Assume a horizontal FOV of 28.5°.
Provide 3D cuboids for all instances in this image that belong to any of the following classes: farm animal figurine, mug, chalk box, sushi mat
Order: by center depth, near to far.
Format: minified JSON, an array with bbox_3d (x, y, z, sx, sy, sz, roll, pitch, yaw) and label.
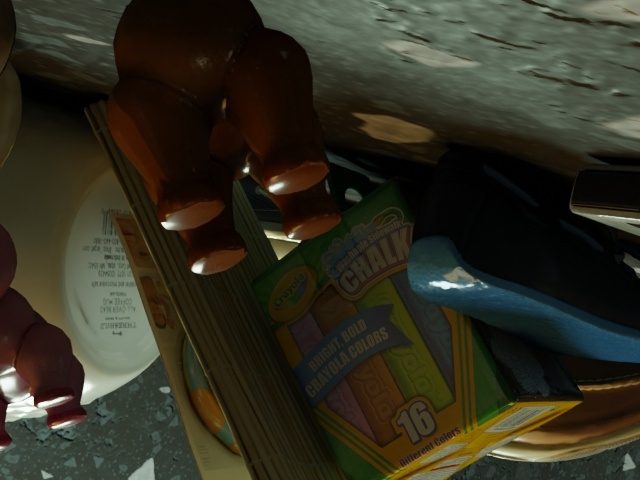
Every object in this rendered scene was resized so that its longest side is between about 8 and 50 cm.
[{"bbox_3d":[-0.180,-0.029,0.391,0.330,0.172,0.327,-30,161,24],"label":"farm animal figurine"},{"bbox_3d":[0.053,0.046,0.847,0.132,0.213,0.132,-36,158,22],"label":"chalk box"},{"bbox_3d":[-0.053,0.042,0.862,0.151,0.019,0.316,17,-141,-56],"label":"sushi mat"},{"bbox_3d":[-0.304,-0.002,0.956,0.328,0.276,0.374,3,166,28],"label":"mug"}]

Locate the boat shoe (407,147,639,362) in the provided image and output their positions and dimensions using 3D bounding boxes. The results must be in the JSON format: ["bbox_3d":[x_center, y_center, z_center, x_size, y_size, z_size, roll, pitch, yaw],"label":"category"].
[{"bbox_3d":[0.153,0.015,0.749,0.109,0.089,0.258,-3,162,35],"label":"boat shoe"}]

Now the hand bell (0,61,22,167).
[{"bbox_3d":[-0.282,-0.109,0.666,0.126,0.126,0.242,13,164,31],"label":"hand bell"}]

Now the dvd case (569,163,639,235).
[{"bbox_3d":[0.257,0.006,0.556,0.179,0.029,0.239,16,177,-32],"label":"dvd case"}]

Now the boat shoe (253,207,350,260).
[{"bbox_3d":[0.062,0.024,1.049,0.319,0.099,0.116,12,133,7],"label":"boat shoe"}]

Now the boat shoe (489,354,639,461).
[{"bbox_3d":[0.126,0.087,0.937,0.324,0.123,0.116,-11,126,24],"label":"boat shoe"}]

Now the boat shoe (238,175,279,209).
[{"bbox_3d":[0.000,0.000,1.216,0.254,0.079,0.095,20,177,-35],"label":"boat shoe"}]

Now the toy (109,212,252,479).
[{"bbox_3d":[-0.055,0.079,0.900,0.056,0.237,0.137,-36,157,27],"label":"toy"}]
